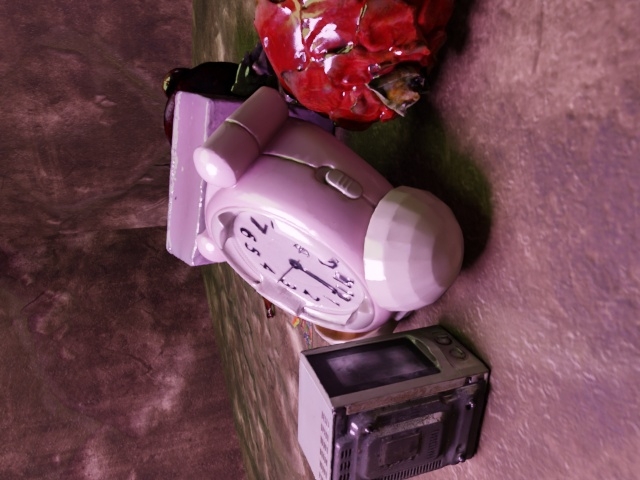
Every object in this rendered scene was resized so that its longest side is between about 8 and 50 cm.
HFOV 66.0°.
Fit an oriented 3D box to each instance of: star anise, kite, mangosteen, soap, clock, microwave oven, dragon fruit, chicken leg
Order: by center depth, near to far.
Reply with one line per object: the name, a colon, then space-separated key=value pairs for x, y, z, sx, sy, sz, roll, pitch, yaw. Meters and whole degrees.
dragon fruit: x=0.041 y=-0.282 z=0.584 sx=0.244 sy=0.245 sz=0.298 roll=-164 pitch=63 yaw=-68
microwave oven: x=0.087 y=0.210 z=0.612 sx=0.129 sy=0.205 sz=0.163 roll=-138 pitch=45 yaw=-61
clock: x=0.000 y=0.000 z=0.674 sx=0.326 sy=0.184 sz=0.342 roll=37 pitch=157 yaw=6
star anise: x=-0.033 y=-0.336 z=0.826 sx=0.282 sy=0.129 sz=0.212 roll=-48 pitch=14 yaw=14
soap: x=-0.123 y=-0.113 z=0.897 sx=0.107 sy=0.296 sz=0.285 roll=26 pitch=116 yaw=39
kite: x=-0.048 y=0.191 z=1.235 sx=0.183 sy=0.014 sz=0.241 roll=119 pitch=139 yaw=-58
mangosteen: x=-0.267 y=-0.321 z=1.251 sx=0.313 sy=0.297 sz=0.297 roll=44 pitch=158 yaw=-6
chicken leg: x=-0.153 y=0.134 z=1.443 sx=0.089 sy=0.048 sz=0.219 roll=-113 pitch=26 yaw=-44

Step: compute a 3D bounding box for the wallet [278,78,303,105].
wallet: x=-0.071 y=-0.402 z=1.091 sx=0.124 sy=0.042 sz=0.230 roll=-178 pitch=84 yaw=-72
